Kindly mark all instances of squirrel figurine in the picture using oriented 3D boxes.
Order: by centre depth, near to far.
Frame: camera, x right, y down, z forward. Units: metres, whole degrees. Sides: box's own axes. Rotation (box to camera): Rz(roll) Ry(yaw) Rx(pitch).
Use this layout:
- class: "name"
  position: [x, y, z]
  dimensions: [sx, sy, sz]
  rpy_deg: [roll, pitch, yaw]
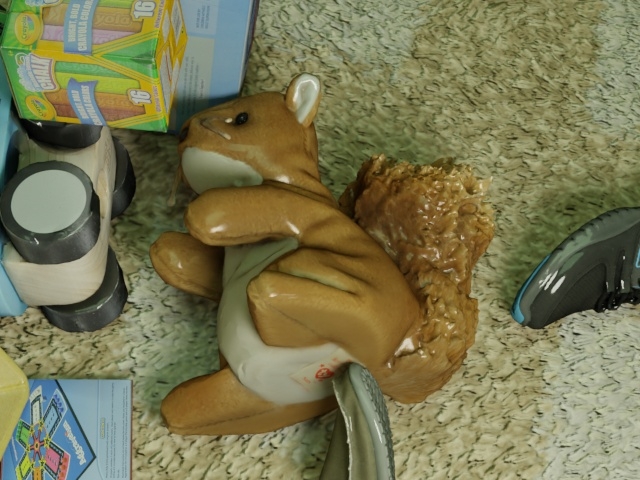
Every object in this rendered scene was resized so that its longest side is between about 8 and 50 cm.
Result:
- class: "squirrel figurine"
  position: [0.000, 0.000, 1.765]
  dimensions: [0.396, 0.281, 0.371]
  rpy_deg: [3, 51, -21]

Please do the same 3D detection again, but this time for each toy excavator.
- class: "toy excavator"
  position: [-0.448, -0.118, 1.778]
  dimensions: [0.445, 0.222, 0.433]
  rpy_deg: [0, 61, 2]

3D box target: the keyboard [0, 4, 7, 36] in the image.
- class: "keyboard"
  position: [-0.421, -0.250, 1.937]
  dimensions: [0.180, 0.023, 0.108]
  rpy_deg: [40, 66, 14]

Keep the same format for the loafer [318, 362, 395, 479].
- class: "loafer"
  position: [0.037, 0.256, 1.644]
  dimensions: [0.087, 0.094, 0.251]
  rpy_deg: [-7, 104, 6]

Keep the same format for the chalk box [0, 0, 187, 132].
- class: "chalk box"
  position: [-0.261, -0.211, 1.620]
  dimensions: [0.213, 0.132, 0.132]
  rpy_deg: [5, 60, 5]

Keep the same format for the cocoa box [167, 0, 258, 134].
- class: "cocoa box"
  position: [-0.187, -0.307, 1.812]
  dimensions: [0.231, 0.347, 0.228]
  rpy_deg: [9, 63, -3]

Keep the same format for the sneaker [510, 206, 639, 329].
- class: "sneaker"
  position: [0.386, 0.029, 1.839]
  dimensions: [0.340, 0.125, 0.140]
  rpy_deg: [-28, 75, -17]

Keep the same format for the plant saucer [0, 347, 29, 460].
- class: "plant saucer"
  position: [-0.470, 0.172, 1.536]
  dimensions: [0.081, 0.333, 0.333]
  rpy_deg: [-16, 38, 30]

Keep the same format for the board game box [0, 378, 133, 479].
- class: "board game box"
  position: [-0.279, 0.287, 1.677]
  dimensions: [0.145, 0.027, 0.281]
  rpy_deg: [1, 63, -8]
